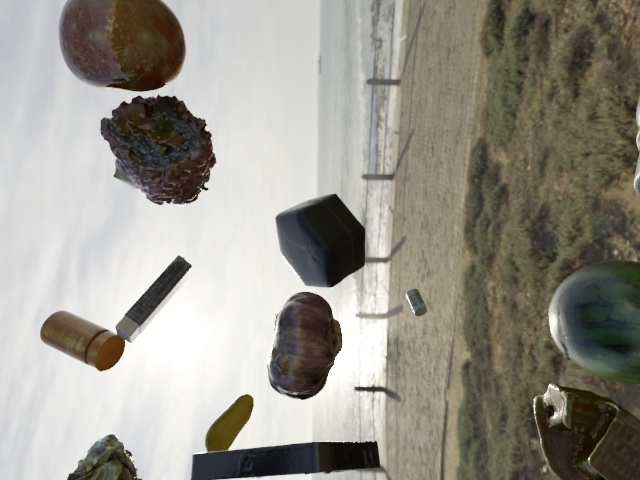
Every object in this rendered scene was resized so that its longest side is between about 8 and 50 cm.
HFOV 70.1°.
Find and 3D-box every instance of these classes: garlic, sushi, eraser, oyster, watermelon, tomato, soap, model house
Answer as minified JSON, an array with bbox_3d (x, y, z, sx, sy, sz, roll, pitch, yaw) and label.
[{"bbox_3d":[-0.030,0.229,0.984,0.245,0.160,0.245,-166,90,-82],"label":"garlic"},{"bbox_3d":[-0.396,-0.215,1.115,0.236,0.270,0.171,-43,-16,-19],"label":"sushi"},{"bbox_3d":[-0.383,0.136,1.062,0.212,0.046,0.092,-55,2,-30],"label":"eraser"},{"bbox_3d":[-0.390,0.458,0.756,0.268,0.112,0.198,-48,-35,-17],"label":"oyster"},{"bbox_3d":[0.820,0.217,1.233,0.363,0.363,0.363,-179,90,-89],"label":"watermelon"},{"bbox_3d":[-0.441,-0.463,1.024,0.270,0.270,0.223,-90,5,-54],"label":"tomato"},{"bbox_3d":[-0.217,0.446,1.099,0.168,0.033,0.089,-38,-56,-54],"label":"soap"},{"bbox_3d":[0.583,0.414,0.947,0.173,0.268,0.239,-39,-29,-25],"label":"model house"}]

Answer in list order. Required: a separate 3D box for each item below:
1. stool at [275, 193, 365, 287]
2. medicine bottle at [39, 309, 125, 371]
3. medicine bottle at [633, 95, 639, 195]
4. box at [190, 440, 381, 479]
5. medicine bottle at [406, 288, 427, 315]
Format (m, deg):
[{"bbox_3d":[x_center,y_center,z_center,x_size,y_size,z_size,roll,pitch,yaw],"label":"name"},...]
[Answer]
[{"bbox_3d":[0.000,0.000,1.143,0.232,0.141,0.232,36,143,34],"label":"stool"},{"bbox_3d":[-0.593,0.248,1.140,0.096,0.192,0.096,-53,-27,-43],"label":"medicine bottle"},{"bbox_3d":[0.656,-0.213,0.737,0.245,0.245,0.306,95,-163,-78],"label":"medicine bottle"},{"bbox_3d":[-0.074,0.443,0.913,0.211,0.350,0.058,29,-132,-45],"label":"box"},{"bbox_3d":[0.320,0.206,1.519,0.047,0.047,0.083,92,168,-44],"label":"medicine bottle"}]
